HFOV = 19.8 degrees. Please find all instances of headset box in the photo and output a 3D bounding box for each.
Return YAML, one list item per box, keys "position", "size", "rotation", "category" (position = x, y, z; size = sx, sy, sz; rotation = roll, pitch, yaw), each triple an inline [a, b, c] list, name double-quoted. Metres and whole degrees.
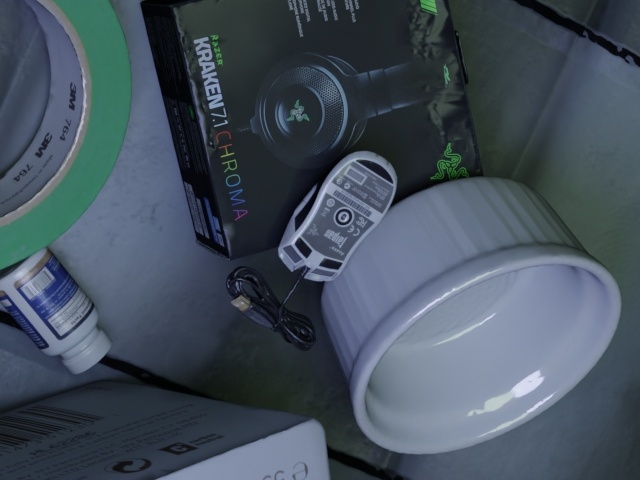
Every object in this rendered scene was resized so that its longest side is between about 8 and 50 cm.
- position: [0.002, -0.140, 1.741]
  size: [0.283, 0.131, 0.246]
  rotation: [-15, 103, -16]
  category: "headset box"

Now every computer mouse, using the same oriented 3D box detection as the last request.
- position: [0.000, 0.000, 1.674]
  size: [0.106, 0.042, 0.193]
  rotation: [33, 98, -21]
  category: "computer mouse"

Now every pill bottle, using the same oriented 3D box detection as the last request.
- position: [-0.250, 0.065, 1.720]
  size: [0.067, 0.067, 0.120]
  rotation: [-40, 108, -9]
  category: "pill bottle"

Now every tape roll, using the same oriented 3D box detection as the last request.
- position: [-0.325, -0.127, 1.615]
  size: [0.321, 0.077, 0.321]
  rotation: [-12, 113, -30]
  category: "tape roll"

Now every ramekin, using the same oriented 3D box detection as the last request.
- position: [0.135, 0.067, 1.753]
  size: [0.277, 0.135, 0.277]
  rotation: [-18, 143, -14]
  category: "ramekin"

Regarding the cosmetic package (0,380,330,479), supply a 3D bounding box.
- position: [-0.194, 0.362, 1.595]
  size: [0.329, 0.327, 0.393]
  rotation: [-17, 105, -42]
  category: "cosmetic package"
